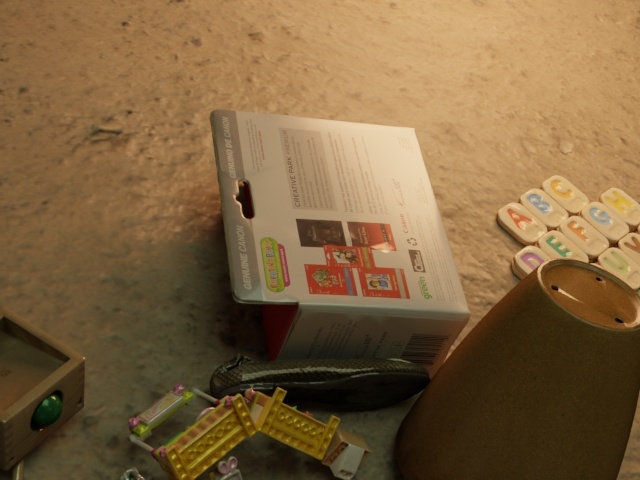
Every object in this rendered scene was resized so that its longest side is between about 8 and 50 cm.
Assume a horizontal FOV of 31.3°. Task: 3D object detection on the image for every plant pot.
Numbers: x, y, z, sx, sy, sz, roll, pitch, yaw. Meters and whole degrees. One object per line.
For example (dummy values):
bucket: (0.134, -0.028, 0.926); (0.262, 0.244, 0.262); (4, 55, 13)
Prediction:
plant pot: (0.229, 0.154, 1.179); (0.237, 0.254, 0.237); (14, 32, -9)

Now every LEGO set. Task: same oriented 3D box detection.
LEGO set: (-0.087, 0.198, 1.152); (0.287, 0.132, 0.107); (-12, 16, -36)

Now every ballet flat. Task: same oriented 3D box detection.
ballet flat: (0.001, 0.149, 1.250); (0.250, 0.084, 0.058); (-2, 51, -17)

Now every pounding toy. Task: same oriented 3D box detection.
pounding toy: (-0.301, 0.164, 1.103); (0.141, 0.100, 0.130); (28, 42, 20)

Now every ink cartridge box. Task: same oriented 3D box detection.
ink cartridge box: (0.000, 0.000, 1.352); (0.272, 0.130, 0.309); (5, 46, -17)

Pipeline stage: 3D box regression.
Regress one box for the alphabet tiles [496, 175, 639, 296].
alphabet tiles: (0.390, 0.020, 1.582); (0.278, 0.021, 0.284); (43, 47, 20)
